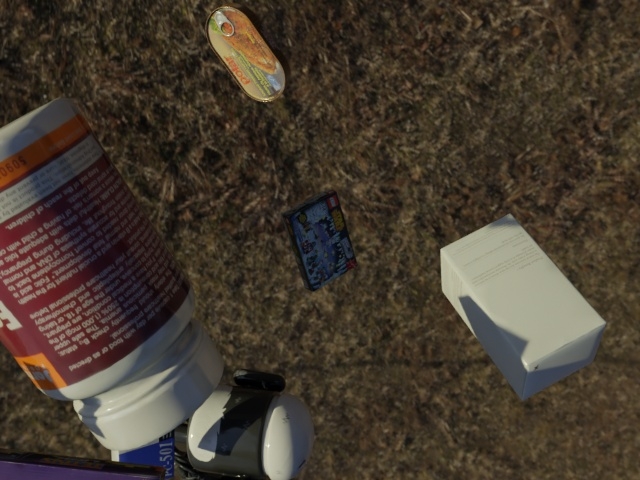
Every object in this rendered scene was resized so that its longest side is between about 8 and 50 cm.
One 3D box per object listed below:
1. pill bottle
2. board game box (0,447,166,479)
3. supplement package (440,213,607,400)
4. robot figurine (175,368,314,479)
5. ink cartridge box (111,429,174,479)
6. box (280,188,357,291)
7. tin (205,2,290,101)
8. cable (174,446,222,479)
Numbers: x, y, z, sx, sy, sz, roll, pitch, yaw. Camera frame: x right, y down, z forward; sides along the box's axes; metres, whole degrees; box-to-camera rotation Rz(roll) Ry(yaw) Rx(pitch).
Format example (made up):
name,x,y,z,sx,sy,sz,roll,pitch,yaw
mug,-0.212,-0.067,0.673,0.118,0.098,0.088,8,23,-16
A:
name,x,y,z,sx,sy,sz,roll,pitch,yaw
pill bottle,-0.295,0.048,0.846,0.224,0.224,0.392,-27,110,3
board game box,-0.210,0.232,0.509,0.170,0.141,0.048,8,172,-6
supplement package,0.235,0.078,0.829,0.105,0.179,0.105,-26,145,-8
robot figurine,-0.150,0.371,1.342,0.278,0.173,0.209,4,95,12
ink cartridge box,-0.293,0.316,1.143,0.097,0.046,0.207,-10,123,-30
box,0.000,0.000,1.090,0.094,0.027,0.137,-30,117,-25
tin,-0.132,-0.345,1.272,0.106,0.040,0.190,-24,111,34
cable,-0.264,0.505,1.528,0.184,0.150,0.047,37,79,-49
